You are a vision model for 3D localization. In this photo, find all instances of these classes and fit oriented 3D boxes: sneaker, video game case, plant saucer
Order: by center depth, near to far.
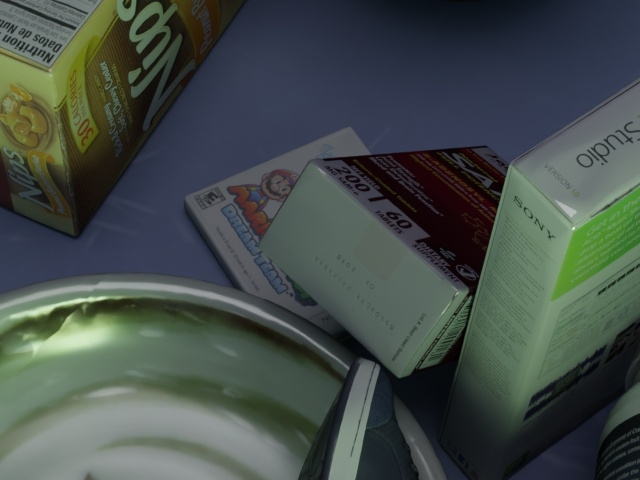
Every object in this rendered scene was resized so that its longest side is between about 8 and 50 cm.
[{"bbox_3d":[0.064,0.176,0.905,0.163,0.086,0.226,17,45,-7],"label":"sneaker"},{"bbox_3d":[-0.115,0.207,0.968,0.400,0.101,0.401,3,54,-4],"label":"plant saucer"},{"bbox_3d":[0.000,0.000,1.175,0.143,0.019,0.157,-24,59,-18],"label":"video game case"}]

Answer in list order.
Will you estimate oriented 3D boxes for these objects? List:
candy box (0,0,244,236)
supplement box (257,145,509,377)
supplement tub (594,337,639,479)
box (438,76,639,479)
[{"bbox_3d":[-0.141,-0.181,1.197,0.087,0.183,0.316,21,57,14],"label":"candy box"},{"bbox_3d":[0.083,0.006,1.062,0.130,0.073,0.239,42,24,21],"label":"supplement box"},{"bbox_3d":[0.248,0.190,0.946,0.191,0.191,0.272,12,56,6],"label":"supplement tub"},{"bbox_3d":[0.190,0.008,0.993,0.232,0.322,0.058,-32,65,-23],"label":"box"}]
